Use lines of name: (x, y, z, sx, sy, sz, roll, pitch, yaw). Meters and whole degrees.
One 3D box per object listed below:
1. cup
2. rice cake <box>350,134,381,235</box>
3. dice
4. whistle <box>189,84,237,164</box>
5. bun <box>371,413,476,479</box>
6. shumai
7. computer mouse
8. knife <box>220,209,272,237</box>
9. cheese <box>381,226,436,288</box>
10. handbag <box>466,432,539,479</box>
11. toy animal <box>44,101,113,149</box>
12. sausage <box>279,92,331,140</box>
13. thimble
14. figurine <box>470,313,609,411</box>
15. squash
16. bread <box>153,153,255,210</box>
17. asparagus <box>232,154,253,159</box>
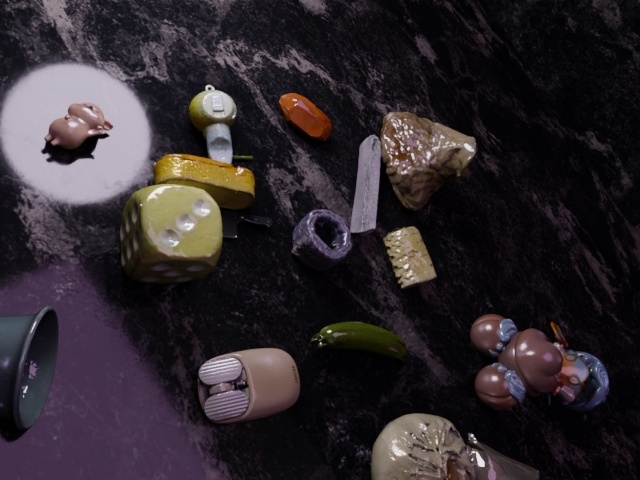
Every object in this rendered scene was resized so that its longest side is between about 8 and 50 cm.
cup: (-0.531, 0.198, 0.850, 0.149, 0.199, 0.199, 8, 62, -12)
rice cake: (0.139, -0.163, 1.558, 0.056, 0.072, 0.365, 25, 55, -27)
dice: (-0.312, -0.010, 1.096, 0.169, 0.169, 0.166, 3, 66, -34)
whistle: (-0.264, -0.280, 1.321, 0.122, 0.122, 0.223, -6, 84, -37)
bun: (0.254, 0.544, 1.236, 0.287, 0.146, 0.288, 14, 61, -27)
shumai: (0.339, -0.277, 1.597, 0.267, 0.262, 0.314, -21, 90, -57)
computer mouse: (-0.144, 0.304, 1.117, 0.236, 0.082, 0.145, 2, 67, -36)
knife: (-0.228, -0.040, 1.275, 0.245, 0.019, 0.072, 8, 65, -29)
cheese: (0.258, 0.049, 1.520, 0.123, 0.093, 0.167, -7, 72, -39)
handbag: (0.468, 0.637, 1.365, 0.270, 0.117, 0.183, 31, 61, -20)
toy animal: (-0.525, -0.248, 1.134, 0.150, 0.089, 0.084, -50, 120, -43)
sausage: (-0.041, -0.356, 1.519, 0.179, 0.089, 0.089, 32, 53, -21)
thimble: (0.002, 0.001, 1.362, 0.150, 0.097, 0.150, 17, 58, -29)
figurine: (0.641, 0.371, 1.561, 0.387, 0.248, 0.277, 25, 52, -35)
squash: (0.112, 0.250, 1.334, 0.318, 0.080, 0.071, 16, 21, -30)
bread: (-0.269, -0.141, 1.240, 0.245, 0.102, 0.095, 8, 64, -31)
asparagus: (-0.228, -0.218, 1.364, 0.114, 0.014, 0.015, 0, 34, -36)
